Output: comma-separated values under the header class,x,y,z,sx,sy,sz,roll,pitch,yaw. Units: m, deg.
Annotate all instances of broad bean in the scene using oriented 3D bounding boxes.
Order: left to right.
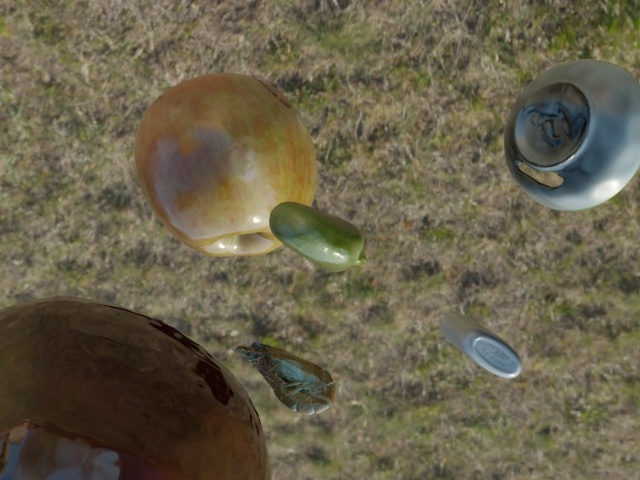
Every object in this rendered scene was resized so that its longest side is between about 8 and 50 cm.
class,x,y,z,sx,sy,sz,roll,pitch,yaw
broad bean,0.000,0.000,1.118,0.124,0.174,0.082,29,98,29

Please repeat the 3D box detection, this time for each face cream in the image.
class,x,y,z,sx,sy,sz,roll,pitch,yaw
face cream,0.319,0.207,1.603,0.144,0.291,0.071,36,90,-7

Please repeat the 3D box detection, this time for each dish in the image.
class,x,y,z,sx,sy,sz,roll,pitch,yaw
dish,0.498,-0.228,1.579,0.124,0.324,0.324,10,144,-41

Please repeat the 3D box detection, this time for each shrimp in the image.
class,x,y,z,sx,sy,sz,roll,pitch,yaw
shrimp,-0.058,0.220,1.265,0.184,0.091,0.043,34,149,3

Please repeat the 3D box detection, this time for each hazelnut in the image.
class,x,y,z,sx,sy,sz,roll,pitch,yaw
hazelnut,-0.240,0.256,0.695,0.353,0.421,0.421,20,153,53

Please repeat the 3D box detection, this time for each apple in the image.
class,x,y,z,sx,sy,sz,roll,pitch,yaw
apple,-0.194,-0.146,1.636,0.392,0.346,0.391,-13,157,-6
